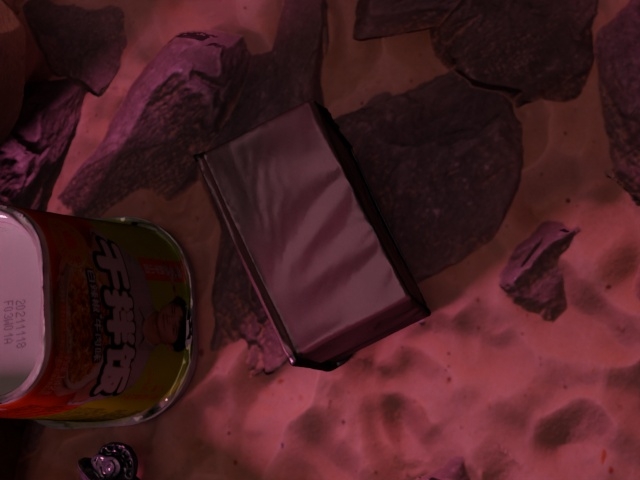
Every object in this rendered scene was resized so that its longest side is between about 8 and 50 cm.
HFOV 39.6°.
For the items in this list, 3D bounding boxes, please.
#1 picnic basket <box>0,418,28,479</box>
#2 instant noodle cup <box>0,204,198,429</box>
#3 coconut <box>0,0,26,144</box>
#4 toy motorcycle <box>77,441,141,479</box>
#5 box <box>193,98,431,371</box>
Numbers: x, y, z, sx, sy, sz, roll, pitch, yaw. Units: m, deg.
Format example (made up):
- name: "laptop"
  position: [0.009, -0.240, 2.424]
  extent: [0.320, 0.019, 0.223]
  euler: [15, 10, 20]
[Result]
- name: "picnic basket"
  position: [-0.527, 0.322, 1.043]
  extent: [0.291, 0.254, 0.321]
  euler: [4, 70, 18]
- name: "instant noodle cup"
  position: [-0.316, 0.084, 0.998]
  extent: [0.293, 0.308, 0.294]
  euler: [-2, 81, 14]
- name: "coconut"
  position: [-0.538, -0.211, 1.083]
  extent: [0.346, 0.346, 0.360]
  euler: [-47, 66, 4]
- name: "toy motorcycle"
  position: [-0.201, 0.359, 1.043]
  extent: [0.263, 0.091, 0.157]
  euler: [36, 96, 14]
- name: "box"
  position: [0.000, 0.000, 0.996]
  extent: [0.153, 0.188, 0.252]
  euler: [-27, 74, 9]
